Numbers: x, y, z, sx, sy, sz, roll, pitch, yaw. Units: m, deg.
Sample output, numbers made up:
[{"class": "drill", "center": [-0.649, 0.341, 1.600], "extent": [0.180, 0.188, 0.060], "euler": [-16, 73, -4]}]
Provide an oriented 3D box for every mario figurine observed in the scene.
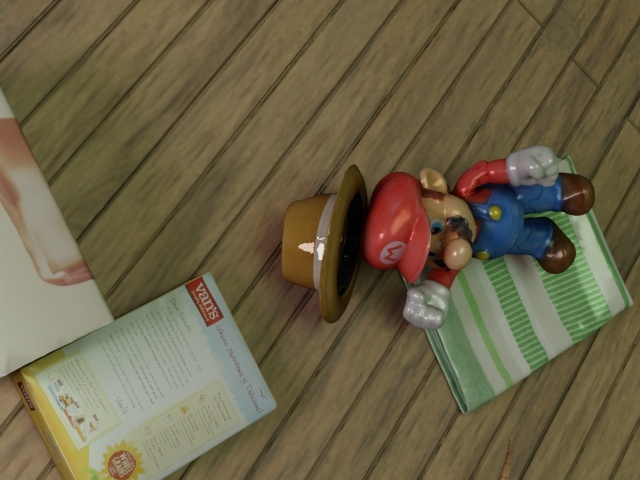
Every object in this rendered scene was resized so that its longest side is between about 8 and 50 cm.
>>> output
[{"class": "mario figurine", "center": [0.194, -0.002, 1.363], "extent": [0.321, 0.170, 0.198], "euler": [-5, 85, -32]}]

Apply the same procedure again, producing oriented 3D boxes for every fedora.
[{"class": "fedora", "center": [0.000, 0.000, 1.320], "extent": [0.079, 0.194, 0.194], "euler": [8, 71, 12]}]

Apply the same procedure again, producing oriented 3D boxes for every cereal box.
[{"class": "cereal box", "center": [-0.181, 0.159, 1.217], "extent": [0.240, 0.047, 0.173], "euler": [-27, 93, -32]}]

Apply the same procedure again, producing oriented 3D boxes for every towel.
[{"class": "towel", "center": [0.258, 0.045, 1.505], "extent": [0.325, 0.038, 0.247], "euler": [-26, 93, -32]}]

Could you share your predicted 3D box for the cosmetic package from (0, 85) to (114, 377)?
[{"class": "cosmetic package", "center": [-0.335, -0.019, 1.109], "extent": [0.129, 0.153, 0.296], "euler": [-26, 94, -32]}]

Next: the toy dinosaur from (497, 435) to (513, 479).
[{"class": "toy dinosaur", "center": [0.207, 0.345, 1.363], "extent": [0.064, 0.112, 0.211], "euler": [14, 72, -26]}]
